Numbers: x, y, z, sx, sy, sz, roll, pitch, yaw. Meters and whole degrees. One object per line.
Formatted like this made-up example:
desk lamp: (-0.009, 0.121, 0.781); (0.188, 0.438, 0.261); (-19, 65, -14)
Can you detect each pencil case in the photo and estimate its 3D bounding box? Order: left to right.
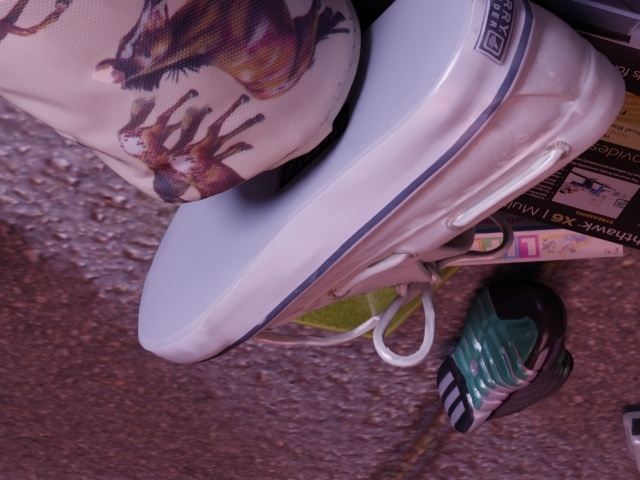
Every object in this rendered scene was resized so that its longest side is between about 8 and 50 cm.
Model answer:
pencil case: (-0.170, -0.169, 0.816); (0.410, 0.160, 0.183); (33, 178, -40)

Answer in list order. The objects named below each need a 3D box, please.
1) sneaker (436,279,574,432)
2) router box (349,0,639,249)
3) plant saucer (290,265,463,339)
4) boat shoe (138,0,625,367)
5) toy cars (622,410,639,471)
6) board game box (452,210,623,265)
sneaker: (0.168, 0.083, 1.385); (0.098, 0.083, 0.224); (-12, 160, -20)
router box: (0.161, -0.100, 0.976); (0.308, 0.081, 0.243); (16, 149, -5)
plant saucer: (0.000, 0.000, 1.249); (0.188, 0.045, 0.188); (13, 149, -19)
boat shoe: (0.037, -0.013, 0.976); (0.156, 0.136, 0.367); (25, 139, -23)
toy cars: (0.460, 0.219, 1.584); (0.393, 0.087, 0.176); (14, 148, -22)
board game box: (0.118, -0.027, 1.132); (0.154, 0.103, 0.026); (-3, 129, 9)
